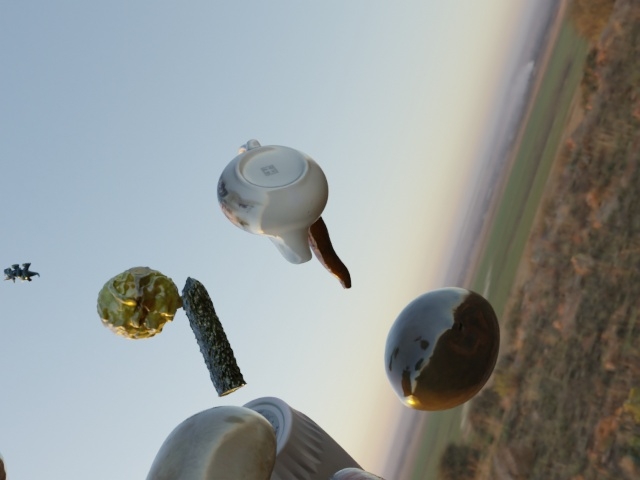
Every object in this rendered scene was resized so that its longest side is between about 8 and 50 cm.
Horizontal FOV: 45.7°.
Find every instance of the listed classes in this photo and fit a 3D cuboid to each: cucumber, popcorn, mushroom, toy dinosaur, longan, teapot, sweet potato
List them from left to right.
[{"bbox_3d":[-0.738,0.081,1.873,0.030,0.083,0.047,-155,59,-70],"label":"toy dinosaur"},{"bbox_3d":[-0.490,0.167,2.070,0.216,0.235,0.181,107,154,-53],"label":"popcorn"},{"bbox_3d":[-0.325,0.275,2.208,0.096,0.096,0.359,47,-162,-80],"label":"cucumber"},{"bbox_3d":[-0.131,0.413,1.173,0.297,0.290,0.297,-157,90,-86],"label":"mushroom"},{"bbox_3d":[-0.090,-0.091,1.402,0.139,0.204,0.298,87,162,-45],"label":"teapot"},{"bbox_3d":[-0.001,0.000,1.674,0.264,0.057,0.057,65,-154,-17],"label":"sweet potato"},{"bbox_3d":[0.297,0.263,1.850,0.350,0.288,0.288,-42,-29,-48],"label":"longan"}]

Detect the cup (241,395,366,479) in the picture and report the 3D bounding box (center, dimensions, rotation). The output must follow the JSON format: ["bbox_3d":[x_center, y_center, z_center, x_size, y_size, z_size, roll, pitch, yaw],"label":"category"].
[{"bbox_3d":[-0.057,0.534,1.692,0.371,0.253,0.253,52,-134,-33],"label":"cup"}]

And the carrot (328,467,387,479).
[{"bbox_3d":[0.068,0.323,0.902,0.193,0.087,0.087,-11,56,64],"label":"carrot"}]

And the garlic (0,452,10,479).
[{"bbox_3d":[-0.740,0.463,1.399,0.259,0.317,0.317,-139,63,-66],"label":"garlic"}]
